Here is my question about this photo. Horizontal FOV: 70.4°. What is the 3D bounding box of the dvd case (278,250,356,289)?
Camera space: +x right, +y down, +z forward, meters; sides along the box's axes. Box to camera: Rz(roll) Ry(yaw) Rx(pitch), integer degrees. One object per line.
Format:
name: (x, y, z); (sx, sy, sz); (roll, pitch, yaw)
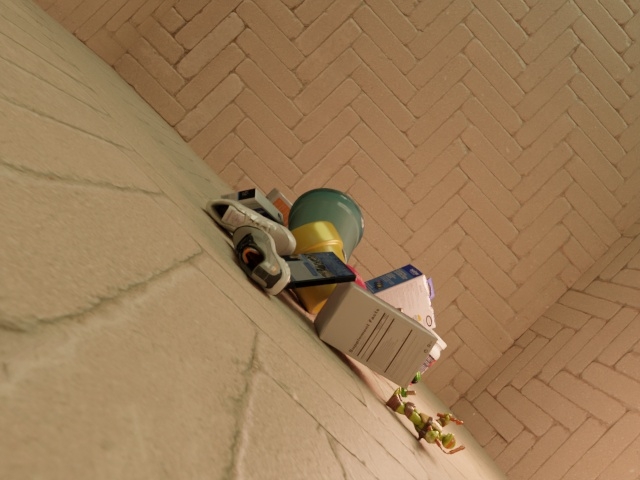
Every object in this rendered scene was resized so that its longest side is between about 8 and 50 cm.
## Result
dvd case: (-0.047, 0.083, 1.288); (0.180, 0.252, 0.022); (-135, -135, -59)

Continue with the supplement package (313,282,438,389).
supplement package: (0.151, 0.260, 1.319); (0.292, 0.175, 0.177); (32, 1, -8)

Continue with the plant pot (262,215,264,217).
plant pot: (-0.229, -0.022, 1.873); (0.134, 0.095, 0.134); (45, -2, 2)

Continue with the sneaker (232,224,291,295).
sneaker: (-0.168, 0.027, 1.157); (0.108, 0.100, 0.271); (39, 4, -40)

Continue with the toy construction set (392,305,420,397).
toy construction set: (0.235, 0.395, 1.735); (0.237, 0.257, 0.309); (-11, -63, 35)

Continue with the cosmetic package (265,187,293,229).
cosmetic package: (-0.137, -0.014, 2.222); (0.453, 0.230, 0.161); (45, 0, -19)

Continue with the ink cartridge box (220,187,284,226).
ink cartridge box: (-0.275, -0.112, 1.948); (0.333, 0.165, 0.065); (50, 34, -60)

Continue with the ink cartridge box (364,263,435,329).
ink cartridge box: (0.322, 0.281, 1.938); (0.151, 0.395, 0.270); (-129, -159, -68)

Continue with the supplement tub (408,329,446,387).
supplement tub: (0.412, 0.509, 2.048); (0.191, 0.272, 0.191); (46, 0, 0)

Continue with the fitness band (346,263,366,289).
fitness band: (0.084, 0.208, 1.638); (0.291, 0.054, 0.209); (111, -37, -48)

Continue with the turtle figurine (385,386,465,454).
turtle figurine: (0.286, 0.495, 1.238); (0.217, 0.087, 0.269); (34, 10, 22)

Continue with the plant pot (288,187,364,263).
plant pot: (0.000, 0.000, 1.854); (0.341, 0.341, 0.334); (46, 24, -13)

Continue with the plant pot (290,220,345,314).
plant pot: (-0.016, 0.103, 1.502); (0.239, 0.253, 0.254); (62, 5, 20)

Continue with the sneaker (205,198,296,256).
sneaker: (-0.219, -0.034, 1.375); (0.305, 0.114, 0.152); (28, 2, 14)
